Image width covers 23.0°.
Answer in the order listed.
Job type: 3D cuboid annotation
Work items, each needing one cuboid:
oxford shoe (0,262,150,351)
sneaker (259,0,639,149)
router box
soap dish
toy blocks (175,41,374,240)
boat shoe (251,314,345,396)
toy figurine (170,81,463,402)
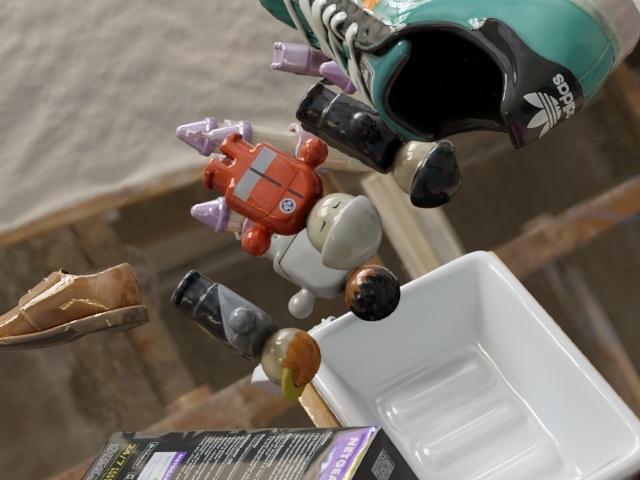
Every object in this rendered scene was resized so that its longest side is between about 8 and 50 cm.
[{"bbox_3d":[-0.282,0.072,1.630,0.076,0.212,0.076,23,-127,-77],"label":"oxford shoe"},{"bbox_3d":[0.046,-0.135,0.998,0.121,0.302,0.108,-48,-48,-23],"label":"sneaker"},{"bbox_3d":[0.005,0.256,1.052,0.309,0.243,0.081,56,-132,-28],"label":"router box"},{"bbox_3d":[0.129,0.164,1.347,0.291,0.229,0.118,53,163,38],"label":"soap dish"},{"bbox_3d":[-0.080,-0.147,2.182,0.260,0.288,0.309,8,-89,-17],"label":"toy blocks"},{"bbox_3d":[0.022,0.129,1.824,0.096,0.267,0.088,24,-116,-31],"label":"boat shoe"},{"bbox_3d":[0.000,0.000,1.270,0.148,0.209,0.213,30,-147,17],"label":"toy figurine"}]
